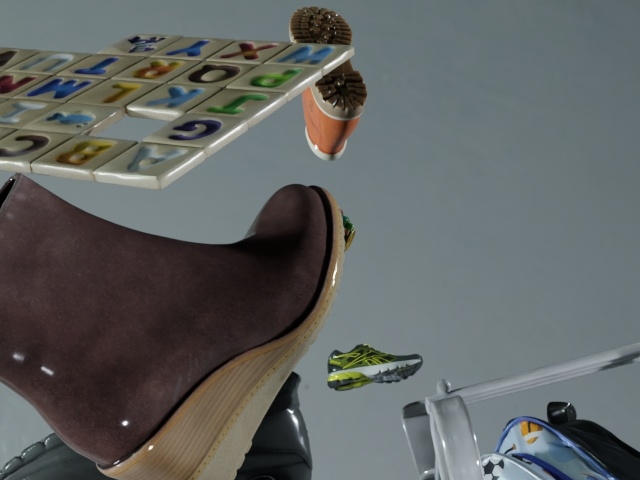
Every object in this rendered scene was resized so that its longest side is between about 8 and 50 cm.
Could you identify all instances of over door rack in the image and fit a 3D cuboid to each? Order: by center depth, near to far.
[{"bbox_3d":[0.175,0.105,0.745,0.239,0.324,0.108,-14,81,0],"label":"over door rack"}]

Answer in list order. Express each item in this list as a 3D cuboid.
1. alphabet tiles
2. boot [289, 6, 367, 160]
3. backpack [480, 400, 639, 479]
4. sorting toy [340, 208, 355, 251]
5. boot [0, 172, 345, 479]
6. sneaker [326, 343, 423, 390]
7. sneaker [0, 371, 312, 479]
[{"bbox_3d":[-0.130,-0.082,0.770,0.237,0.009,0.198,8,29,28],"label":"alphabet tiles"},{"bbox_3d":[0.000,-0.148,1.279,0.059,0.085,0.158,-1,49,-12],"label":"boot"},{"bbox_3d":[0.201,0.302,1.116,0.213,0.263,0.276,8,19,-43],"label":"backpack"},{"bbox_3d":[0.000,0.000,1.046,0.042,0.061,0.102,24,34,12],"label":"sorting toy"},{"bbox_3d":[-0.100,0.017,0.843,0.207,0.090,0.248,39,56,-24],"label":"boot"},{"bbox_3d":[0.044,0.101,1.158,0.083,0.031,0.035,-9,62,-2],"label":"sneaker"},{"bbox_3d":[-0.140,0.199,1.147,0.286,0.109,0.130,-17,83,-4],"label":"sneaker"}]
